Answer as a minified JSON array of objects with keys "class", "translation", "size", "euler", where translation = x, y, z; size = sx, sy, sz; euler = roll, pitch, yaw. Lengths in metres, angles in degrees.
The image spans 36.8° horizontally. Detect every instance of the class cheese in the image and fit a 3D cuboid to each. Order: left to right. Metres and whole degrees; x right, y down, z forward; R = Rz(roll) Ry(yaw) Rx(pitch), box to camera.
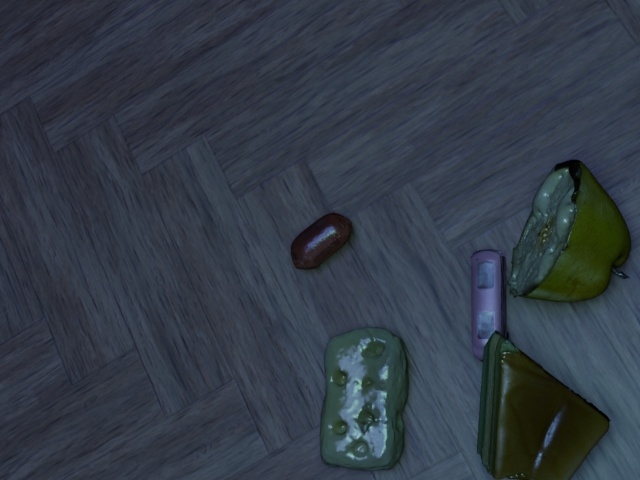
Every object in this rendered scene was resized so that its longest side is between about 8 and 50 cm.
[{"class":"cheese","translation":[0.080,0.292,1.783],"size":[0.159,0.093,0.263],"euler":[1,77,17]}]

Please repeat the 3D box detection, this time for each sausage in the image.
[{"class":"sausage","translation":[0.000,0.000,1.888],"size":[0.141,0.076,0.076],"euler":[-36,69,8]}]

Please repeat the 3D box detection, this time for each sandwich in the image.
[{"class":"sandwich","translation":[0.329,0.301,1.623],"size":[0.227,0.155,0.198],"euler":[38,91,-5]}]

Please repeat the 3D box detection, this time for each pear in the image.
[{"class":"pear","translation":[0.457,0.003,1.691],"size":[0.178,0.267,0.267],"euler":[21,84,-10]}]

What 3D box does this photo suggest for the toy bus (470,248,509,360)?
[{"class":"toy bus","translation":[0.308,0.118,1.749],"size":[0.063,0.090,0.203],"euler":[-3,76,18]}]
